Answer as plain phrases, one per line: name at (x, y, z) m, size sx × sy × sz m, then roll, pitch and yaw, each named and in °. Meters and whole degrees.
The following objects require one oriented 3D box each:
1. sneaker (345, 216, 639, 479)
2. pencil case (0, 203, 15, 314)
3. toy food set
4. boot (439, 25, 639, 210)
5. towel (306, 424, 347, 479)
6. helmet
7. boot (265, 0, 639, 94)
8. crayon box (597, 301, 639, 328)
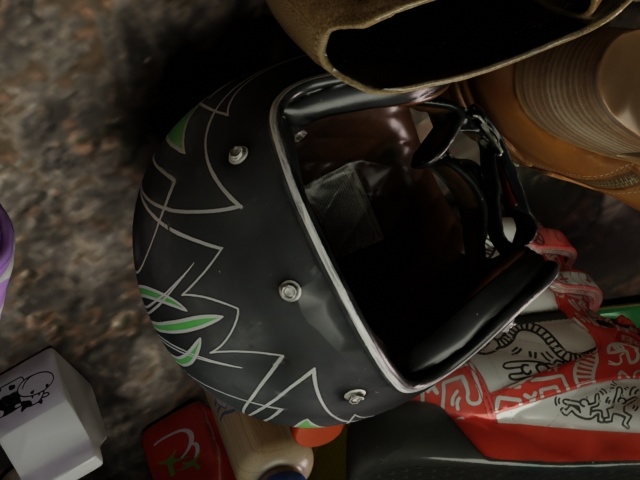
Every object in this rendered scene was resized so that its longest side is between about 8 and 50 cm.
sneaker at (0.145, 0.061, 0.931) m, size 0.270 × 0.145 × 0.090 m, roll 4°, pitch 147°, yaw -5°
pencil case at (-0.192, 0.058, 0.840) m, size 0.088 × 0.086 × 0.206 m, roll -12°, pitch 138°, yaw -33°
toy food set at (-0.088, 0.114, 0.933) m, size 0.232 × 0.104 × 0.111 m, roll -29°, pitch 138°, yaw 6°
boot at (0.147, -0.035, 0.840) m, size 0.197 × 0.152 × 0.073 m, roll 37°, pitch 78°, yaw -23°
towel at (0.093, 0.122, 1.088) m, size 0.237 × 0.021 × 0.102 m, roll 4°, pitch 130°, yaw -28°
helmet at (0.000, 0.000, 0.806) m, size 0.162 × 0.169 × 0.169 m, roll -29°, pitch 142°, yaw -22°
boot at (0.124, -0.132, 0.772) m, size 0.305 × 0.115 × 0.112 m, roll -18°, pitch 135°, yaw -9°
crayon box at (0.209, 0.189, 1.077) m, size 0.202 × 0.081 × 0.318 m, roll -7°, pitch 111°, yaw -17°
